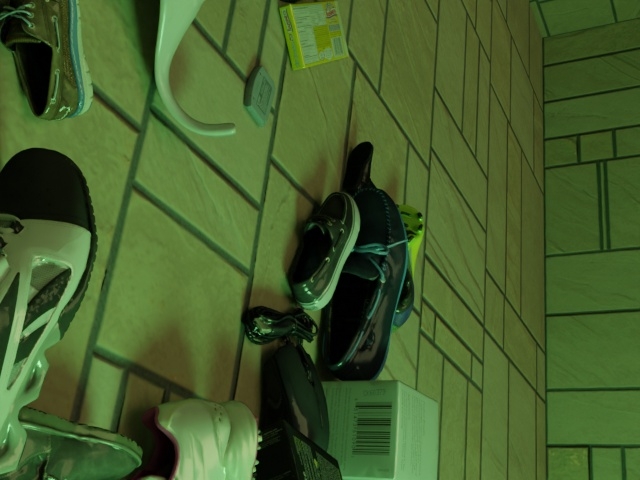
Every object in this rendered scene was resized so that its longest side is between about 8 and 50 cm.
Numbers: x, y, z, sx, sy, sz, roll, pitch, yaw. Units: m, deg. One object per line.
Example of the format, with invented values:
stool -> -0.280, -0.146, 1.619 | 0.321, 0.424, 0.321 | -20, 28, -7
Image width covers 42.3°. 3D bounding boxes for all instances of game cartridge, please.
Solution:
game cartridge -> -0.091, -0.218, 1.237 | 0.056, 0.017, 0.083 | 57, 36, -48

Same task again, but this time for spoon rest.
spoon rest -> -0.171, -0.255, 1.000 | 0.137, 0.084, 0.276 | -151, -133, -82

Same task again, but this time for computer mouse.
computer mouse -> -0.034, 0.228, 1.188 | 0.188, 0.072, 0.272 | 15, 71, -63

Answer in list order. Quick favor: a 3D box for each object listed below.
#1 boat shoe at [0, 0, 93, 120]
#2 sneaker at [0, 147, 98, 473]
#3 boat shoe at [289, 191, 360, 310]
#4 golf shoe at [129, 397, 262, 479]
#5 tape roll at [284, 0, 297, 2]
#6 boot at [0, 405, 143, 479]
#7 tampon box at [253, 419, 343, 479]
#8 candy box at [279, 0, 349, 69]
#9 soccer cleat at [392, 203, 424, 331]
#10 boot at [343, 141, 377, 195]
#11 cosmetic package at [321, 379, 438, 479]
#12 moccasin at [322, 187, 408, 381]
boat shoe -> -0.274, -0.207, 0.804 | 0.066, 0.066, 0.183 | -41, 120, -58
sneaker -> -0.283, 0.046, 0.662 | 0.146, 0.123, 0.330 | 49, 42, -52
boat shoe -> 0.000, 0.000, 1.314 | 0.076, 0.080, 0.228 | 59, 43, -44
golf shoe -> -0.159, 0.321, 0.903 | 0.140, 0.115, 0.306 | 19, 68, -33
tape roll -> -0.050, -0.553, 1.331 | 0.321, 0.077, 0.321 | 21, 66, -61
boot -> -0.250, 0.267, 0.735 | 0.190, 0.076, 0.208 | 29, 50, -42
tampon box -> -0.050, 0.319, 1.048 | 0.161, 0.120, 0.101 | 52, 16, -48
candy box -> -0.007, -0.357, 1.427 | 0.206, 0.027, 0.105 | -36, 114, -61
soccer cleat -> 0.141, 0.049, 1.601 | 0.121, 0.094, 0.289 | 101, 1, -48
boot -> 0.086, -0.109, 1.541 | 0.099, 0.045, 0.121 | 49, 49, -46
cosmetic package -> 0.088, 0.315, 1.325 | 0.184, 0.152, 0.151 | 39, 51, -55
moccasin -> 0.073, 0.064, 1.374 | 0.117, 0.138, 0.341 | 31, 56, -53
